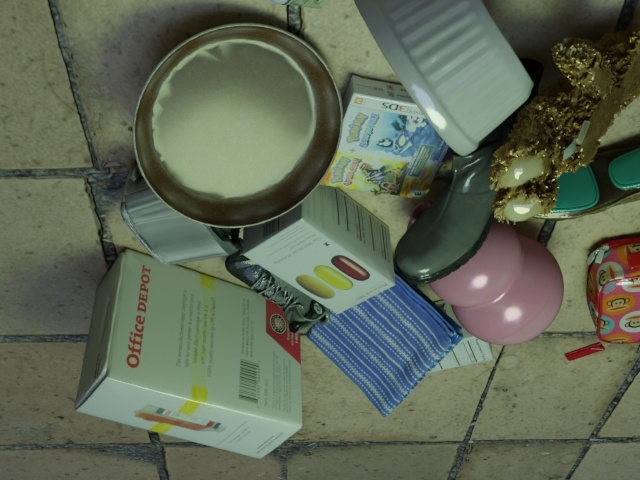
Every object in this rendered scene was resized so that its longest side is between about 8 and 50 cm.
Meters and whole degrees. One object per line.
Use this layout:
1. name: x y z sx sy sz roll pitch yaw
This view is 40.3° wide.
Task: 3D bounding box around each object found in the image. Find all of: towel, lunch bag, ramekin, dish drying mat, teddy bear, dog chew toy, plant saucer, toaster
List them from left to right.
1. toaster: -0.224 -0.048 1.433 0.146 0.129 0.227 -12 139 18
2. plant saucer: -0.120 -0.167 1.271 0.310 0.050 0.310 -9 120 -16
3. towel: 0.112 0.185 1.687 0.243 0.040 0.336 44 138 12
4. ramekin: 0.162 -0.252 1.108 0.127 0.273 0.273 -32 133 16
5. dog chew toy: 0.276 0.041 1.524 0.206 0.206 0.332 -32 124 31
6. teddy bear: 0.334 -0.173 1.217 0.338 0.113 0.245 -58 146 -1
7. dish drying mat: 0.584 0.247 1.929 0.083 0.008 0.032 -25 137 25
8. lunch bag: 0.653 0.077 1.635 0.293 0.120 0.258 -8 140 8

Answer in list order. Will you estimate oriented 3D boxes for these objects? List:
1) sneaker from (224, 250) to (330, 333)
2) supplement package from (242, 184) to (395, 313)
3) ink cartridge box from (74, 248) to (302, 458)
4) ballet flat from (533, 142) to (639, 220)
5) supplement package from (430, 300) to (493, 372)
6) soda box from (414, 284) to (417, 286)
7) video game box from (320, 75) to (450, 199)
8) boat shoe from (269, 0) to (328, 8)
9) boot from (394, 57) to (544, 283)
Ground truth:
1. sneaker: -0.071 0.102 1.618 0.228 0.132 0.086 19 136 -25
2. supplement package: 0.000 0.000 1.496 0.139 0.134 0.244 -30 133 30
3. ink cartridge box: -0.237 0.215 1.636 0.384 0.279 0.160 22 136 -26
4. ballet flat: 0.461 -0.093 1.447 0.342 0.116 0.124 -15 158 9
5. supplement package: 0.248 0.192 1.767 0.179 0.105 0.105 -15 139 14
6. soda box: 0.132 0.139 1.730 0.058 0.061 0.181 11 139 -15
7. video game box: 0.110 -0.157 1.380 0.187 0.048 0.205 9 139 -11
8. boat shoe: 0.027 -0.398 1.054 0.094 0.109 0.302 5 152 -33
9. boot: 0.212 -0.110 1.311 0.338 0.118 0.223 -46 139 -13
